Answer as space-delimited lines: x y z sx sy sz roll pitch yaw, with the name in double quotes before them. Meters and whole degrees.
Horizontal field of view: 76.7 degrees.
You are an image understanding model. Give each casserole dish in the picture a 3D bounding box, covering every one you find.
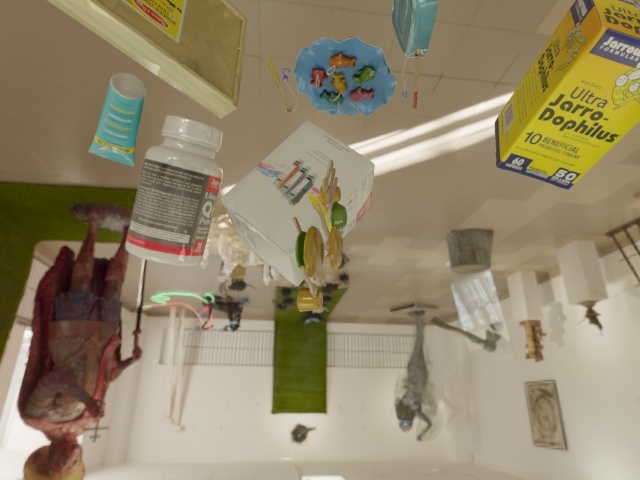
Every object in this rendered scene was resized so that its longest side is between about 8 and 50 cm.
"casserole dish" 0.153 -0.388 0.682 0.037 0.114 0.188 -18 169 2

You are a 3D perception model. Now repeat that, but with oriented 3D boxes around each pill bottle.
"pill bottle" -0.329 -0.114 0.941 0.176 0.319 0.176 14 -176 -1

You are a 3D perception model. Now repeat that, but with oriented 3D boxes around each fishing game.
"fishing game" 0.042 -0.275 0.712 0.264 0.041 0.189 4 157 11

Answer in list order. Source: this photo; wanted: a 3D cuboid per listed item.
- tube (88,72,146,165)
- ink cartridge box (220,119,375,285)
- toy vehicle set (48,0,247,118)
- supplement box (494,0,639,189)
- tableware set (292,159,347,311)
"tube" -0.354 -0.202 0.712 0.080 0.052 0.207 21 145 -24
"ink cartridge box" -0.027 -0.050 0.582 0.127 0.176 0.128 38 162 19
"toy vehicle set" -0.202 -0.289 0.482 0.035 0.166 0.267 -15 153 35
"supplement box" 0.571 -0.319 0.901 0.194 0.195 0.356 17 143 -1
"tableware set" 0.000 0.000 0.419 0.024 0.154 0.104 -1 141 18
